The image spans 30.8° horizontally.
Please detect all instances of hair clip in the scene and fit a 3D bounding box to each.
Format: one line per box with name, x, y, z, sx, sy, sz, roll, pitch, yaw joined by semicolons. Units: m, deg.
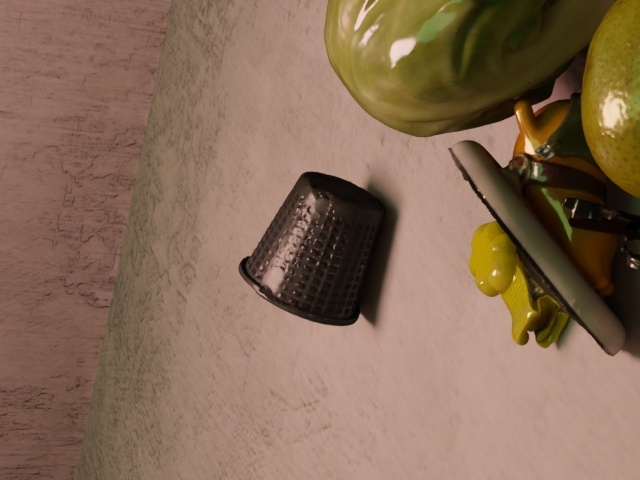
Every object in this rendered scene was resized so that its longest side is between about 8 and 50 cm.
hair clip;0.190;0.041;1.179;0.173;0.046;0.072;-111;38;-51

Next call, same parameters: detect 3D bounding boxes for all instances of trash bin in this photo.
trash bin;0.000;0.000;1.518;0.161;0.175;0.175;-67;26;14

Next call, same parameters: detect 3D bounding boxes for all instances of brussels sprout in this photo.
brussels sprout;0.145;-0.248;1.094;0.328;0.247;0.328;-25;56;44

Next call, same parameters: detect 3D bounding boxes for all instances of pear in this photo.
pear;0.280;-0.111;0.830;0.216;0.166;0.180;-163;96;-80

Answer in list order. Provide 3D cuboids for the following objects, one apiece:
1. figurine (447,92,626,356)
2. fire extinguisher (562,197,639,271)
figurine;0.238;-0.033;1.045;0.141;0.166;0.250;-38;68;10
fire extinguisher;0.284;0.001;0.880;0.075;0.106;0.252;-55;26;0
